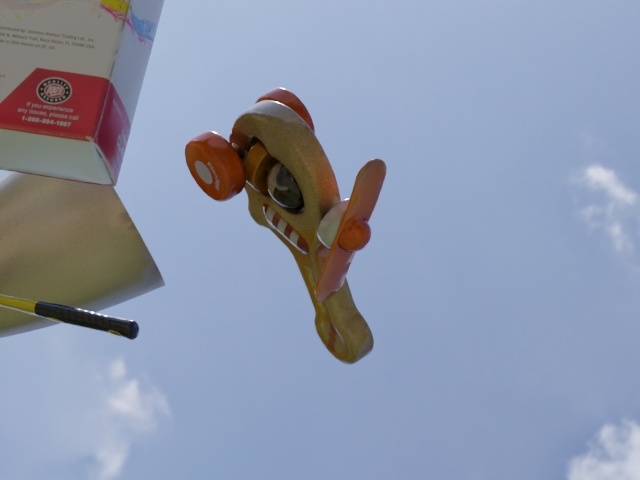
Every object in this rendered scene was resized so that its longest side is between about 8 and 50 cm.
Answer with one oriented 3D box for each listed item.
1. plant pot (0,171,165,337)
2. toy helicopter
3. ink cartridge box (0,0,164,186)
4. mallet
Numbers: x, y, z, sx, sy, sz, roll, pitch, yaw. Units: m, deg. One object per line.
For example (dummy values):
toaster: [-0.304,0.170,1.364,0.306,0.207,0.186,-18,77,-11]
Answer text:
plant pot: [-0.393,0.017,1.622,0.256,0.274,0.256,58,-10,16]
toy helicopter: [0.000,0.000,1.401,0.235,0.140,0.355,17,-45,50]
ink cartridge box: [-0.298,-0.231,1.282,0.226,0.306,0.131,9,-22,6]
mallet: [-0.235,0.049,0.958,0.190,0.039,0.062,7,-29,26]
